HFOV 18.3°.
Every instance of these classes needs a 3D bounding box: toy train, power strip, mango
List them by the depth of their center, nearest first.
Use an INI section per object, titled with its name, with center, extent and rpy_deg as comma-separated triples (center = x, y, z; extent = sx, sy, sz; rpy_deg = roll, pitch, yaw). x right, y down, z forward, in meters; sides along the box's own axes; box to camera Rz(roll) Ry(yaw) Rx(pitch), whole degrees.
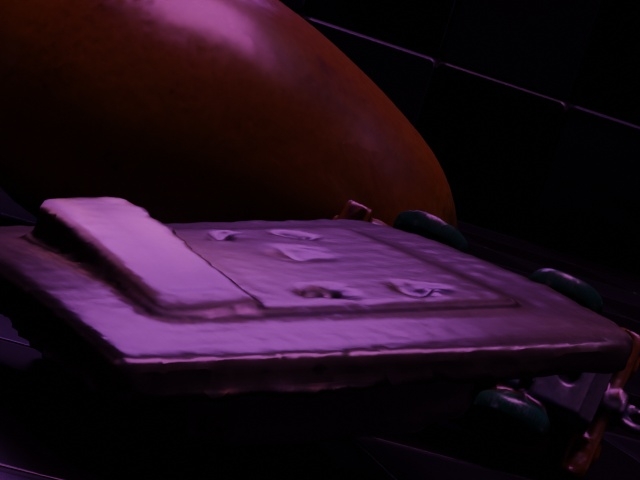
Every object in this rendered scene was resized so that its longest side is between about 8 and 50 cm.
[power strip]
center = -0.030, 0.044, 0.913
extent = 0.251, 0.092, 0.257
rpy_deg = 5, 11, -29
[toy train]
center = 0.076, 0.058, 1.112
extent = 0.227, 0.091, 0.136
rpy_deg = 25, -15, 3
[mango]
center = -0.074, -0.072, 1.405
extent = 0.378, 0.221, 0.264
rpy_deg = 28, 0, 1
